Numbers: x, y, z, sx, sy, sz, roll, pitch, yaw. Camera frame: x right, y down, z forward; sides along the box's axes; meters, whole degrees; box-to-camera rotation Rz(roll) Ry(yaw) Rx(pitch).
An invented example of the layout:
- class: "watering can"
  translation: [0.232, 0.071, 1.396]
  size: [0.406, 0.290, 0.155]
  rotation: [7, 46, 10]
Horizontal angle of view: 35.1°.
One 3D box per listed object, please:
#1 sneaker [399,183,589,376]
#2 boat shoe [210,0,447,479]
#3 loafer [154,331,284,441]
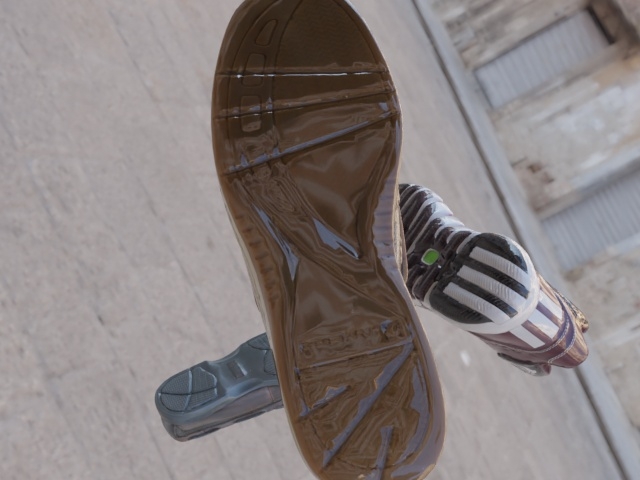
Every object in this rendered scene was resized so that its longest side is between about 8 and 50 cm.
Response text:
- class: "sneaker"
  translation: [0.135, 0.050, 0.901]
  size: [0.162, 0.106, 0.281]
  rotation: [37, 2, -26]
- class: "boat shoe"
  translation: [0.000, 0.000, 0.668]
  size: [0.123, 0.123, 0.342]
  rotation: [107, -29, -72]
- class: "loafer"
  translation: [-0.081, 0.184, 1.315]
  size: [0.084, 0.268, 0.096]
  rotation: [86, -19, -44]
